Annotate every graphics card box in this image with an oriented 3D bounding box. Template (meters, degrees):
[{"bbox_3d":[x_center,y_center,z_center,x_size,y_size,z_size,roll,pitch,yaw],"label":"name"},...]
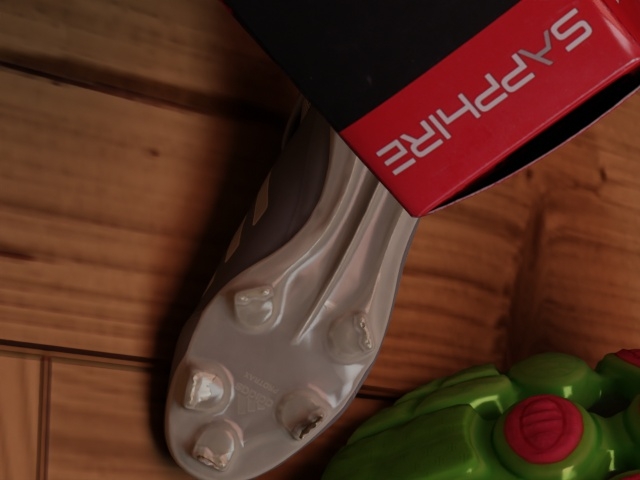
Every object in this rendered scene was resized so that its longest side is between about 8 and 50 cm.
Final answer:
[{"bbox_3d":[-0.048,-0.203,0.595,0.371,0.094,0.233,48,21,-19],"label":"graphics card box"}]

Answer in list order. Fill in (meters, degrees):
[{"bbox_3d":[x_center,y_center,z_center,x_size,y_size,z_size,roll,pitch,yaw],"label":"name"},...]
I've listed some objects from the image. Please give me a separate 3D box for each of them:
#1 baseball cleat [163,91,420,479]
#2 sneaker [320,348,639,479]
[{"bbox_3d":[0.000,0.000,0.778,0.072,0.109,0.206,32,88,-11],"label":"baseball cleat"},{"bbox_3d":[0.083,0.223,0.735,0.483,0.185,0.202,-77,161,-50],"label":"sneaker"}]
